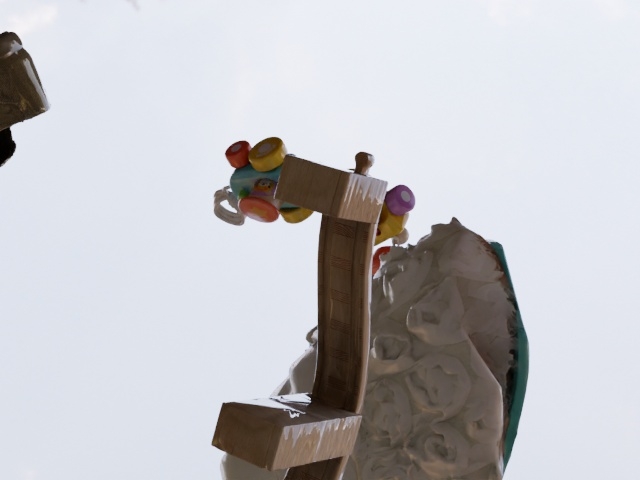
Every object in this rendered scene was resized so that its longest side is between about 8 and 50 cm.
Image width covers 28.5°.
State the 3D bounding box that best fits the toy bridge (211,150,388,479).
[{"bbox_3d":[-0.010,0.062,0.417,0.026,0.063,0.188,18,-85,28],"label":"toy bridge"}]

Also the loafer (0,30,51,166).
[{"bbox_3d":[-0.197,-0.049,0.670,0.050,0.056,0.148,50,-56,-2],"label":"loafer"}]

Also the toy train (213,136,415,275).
[{"bbox_3d":[0.000,0.000,0.836,0.166,0.046,0.125,24,-39,3],"label":"toy train"}]

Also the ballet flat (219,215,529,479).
[{"bbox_3d":[0.006,0.158,0.700,0.147,0.147,0.409,40,-37,25],"label":"ballet flat"}]
